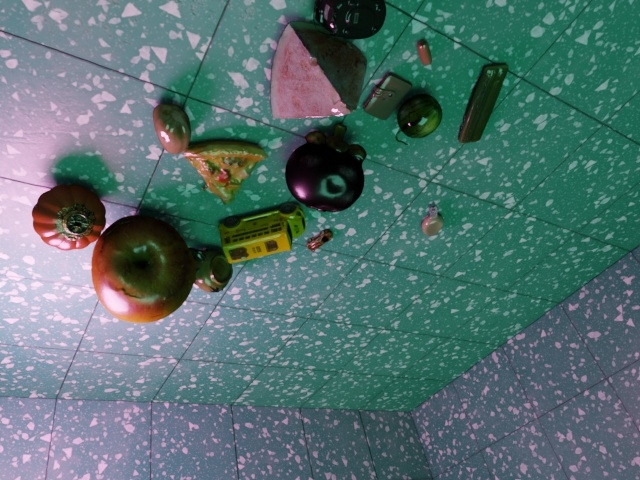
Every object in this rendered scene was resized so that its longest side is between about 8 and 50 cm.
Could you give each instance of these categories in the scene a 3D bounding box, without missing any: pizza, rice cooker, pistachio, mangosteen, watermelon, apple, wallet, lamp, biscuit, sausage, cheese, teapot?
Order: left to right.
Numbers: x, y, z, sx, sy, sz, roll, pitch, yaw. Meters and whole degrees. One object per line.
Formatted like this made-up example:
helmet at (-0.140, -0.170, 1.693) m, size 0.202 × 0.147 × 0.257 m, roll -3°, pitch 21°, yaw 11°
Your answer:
lamp at (-0.820, -0.075, 1.657) m, size 0.223 × 0.197 × 0.222 m, roll -14°, pitch 113°, yaw -36°
apple at (-0.635, 0.106, 1.829) m, size 0.375 × 0.383 × 0.374 m, roll -5°, pitch 166°, yaw -1°
pistachio at (-0.454, -0.335, 1.544) m, size 0.126 × 0.108 × 0.185 m, roll 18°, pitch 144°, yaw 10°
teapot at (-0.468, 0.118, 2.039) m, size 0.183 × 0.173 × 0.269 m, roll -10°, pitch 137°, yaw 34°
pizza at (-0.318, -0.221, 1.742) m, size 0.280 × 0.075 × 0.287 m, roll -7°, pitch 139°, yaw -9°
watermelon at (0.006, -0.434, 1.473) m, size 0.284 × 0.292 × 0.250 m, roll -1°, pitch 159°, yaw -21°
mangosteen at (0.026, -0.248, 1.716) m, size 0.275 × 0.275 × 0.301 m, roll 14°, pitch 96°, yaw -31°
rice cooker at (0.081, -0.619, 1.369) m, size 0.203 × 0.118 × 0.142 m, roll -10°, pitch 133°, yaw -20°
wallet at (0.218, -0.469, 1.656) m, size 0.118 × 0.038 × 0.152 m, roll 13°, pitch 134°, yaw -32°
watermelon at (0.314, -0.401, 1.686) m, size 0.141 × 0.140 × 0.187 m, roll 24°, pitch 137°, yaw -38°
sausage at (0.323, -0.580, 1.562) m, size 0.034 × 0.034 × 0.083 m, roll -24°, pitch 141°, yaw 10°
cheese at (0.492, -0.087, 2.181) m, size 0.093 × 0.047 × 0.171 m, roll -3°, pitch 138°, yaw -16°
biscuit at (0.564, -0.467, 1.771) m, size 0.100 × 0.038 × 0.322 m, roll -8°, pitch 140°, yaw -14°

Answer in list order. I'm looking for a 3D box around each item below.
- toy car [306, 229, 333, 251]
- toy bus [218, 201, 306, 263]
toy car at (0.000, 0.000, 2.132) m, size 0.122 × 0.035 × 0.059 m, roll -31°, pitch 134°, yaw 20°
toy bus at (-0.214, -0.025, 1.945) m, size 0.331 × 0.152 × 0.144 m, roll -14°, pitch 139°, yaw -2°
